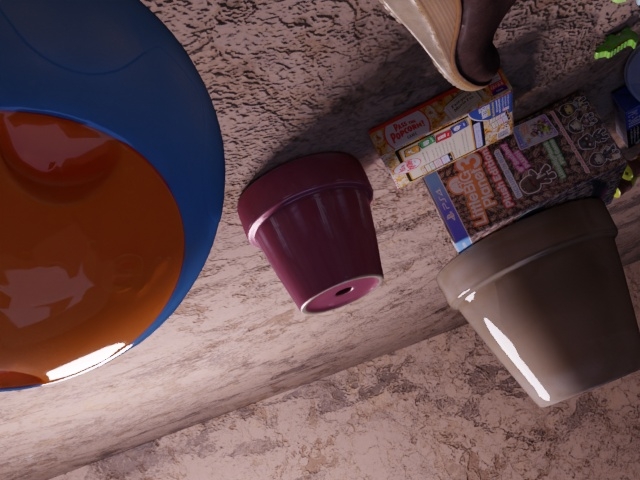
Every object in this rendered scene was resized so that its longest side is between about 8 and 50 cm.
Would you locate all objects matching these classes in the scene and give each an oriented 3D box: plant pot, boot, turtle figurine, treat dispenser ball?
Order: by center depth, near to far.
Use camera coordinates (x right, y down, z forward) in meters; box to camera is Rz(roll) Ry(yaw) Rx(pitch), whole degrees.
[{"bbox_3d":[-0.209,-0.045,0.424,0.288,0.288,0.288,-19,160,-7],"label":"treat dispenser ball"},{"bbox_3d":[0.185,-0.249,0.600,0.206,0.090,0.248,-30,155,26],"label":"boot"},{"bbox_3d":[0.000,0.000,0.919,0.201,0.180,0.201,-19,159,-8],"label":"plant pot"},{"bbox_3d":[0.410,0.125,1.108,0.323,0.280,0.323,-21,161,-7],"label":"plant pot"},{"bbox_3d":[0.681,-0.165,1.281,0.217,0.087,0.269,-28,170,-8],"label":"turtle figurine"}]

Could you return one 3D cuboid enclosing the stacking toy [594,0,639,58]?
[{"bbox_3d":[0.458,-0.312,0.783,0.221,0.052,0.167,-26,160,12],"label":"stacking toy"}]

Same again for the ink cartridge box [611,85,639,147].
[{"bbox_3d":[0.577,-0.233,1.118,0.097,0.046,0.207,-31,158,19],"label":"ink cartridge box"}]

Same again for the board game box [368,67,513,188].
[{"bbox_3d":[0.178,-0.154,0.904,0.193,0.045,0.147,-25,160,9],"label":"board game box"}]

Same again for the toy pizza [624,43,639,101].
[{"bbox_3d":[0.563,-0.258,0.939,0.201,0.032,0.201,17,155,8],"label":"toy pizza"}]

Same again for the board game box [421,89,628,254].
[{"bbox_3d":[0.348,-0.091,1.103,0.291,0.141,0.232,-26,160,12],"label":"board game box"}]
